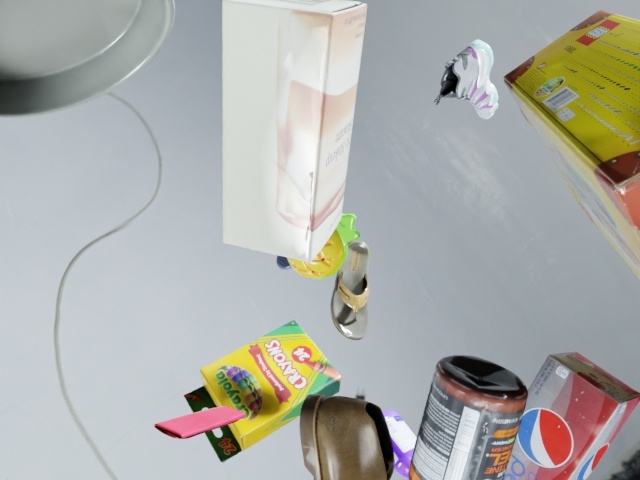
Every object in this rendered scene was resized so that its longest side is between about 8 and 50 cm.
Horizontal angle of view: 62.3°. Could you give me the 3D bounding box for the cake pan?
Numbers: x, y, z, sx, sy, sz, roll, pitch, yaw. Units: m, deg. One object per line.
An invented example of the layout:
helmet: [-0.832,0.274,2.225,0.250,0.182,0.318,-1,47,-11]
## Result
cake pan: [-0.319,-0.249,0.631,0.293,0.293,0.054,-28,87,-36]

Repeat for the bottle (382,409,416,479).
bottle: [0.260,0.643,1.589,0.118,0.092,0.283,4,32,-43]

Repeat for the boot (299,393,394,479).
boot: [0.054,0.374,0.775,0.112,0.115,0.305,-37,119,-69]

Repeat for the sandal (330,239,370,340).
sandal: [0.075,0.102,1.136,0.090,0.060,0.219,12,77,-11]

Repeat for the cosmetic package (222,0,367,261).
cosmetic package: [-0.035,-0.142,0.664,0.129,0.296,0.153,14,32,12]

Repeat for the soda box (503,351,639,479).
soda box: [0.268,0.268,0.641,0.084,0.263,0.092,7,23,-43]

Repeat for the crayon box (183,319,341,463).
crayon box: [-0.137,0.341,1.237,0.319,0.081,0.202,-26,52,-26]

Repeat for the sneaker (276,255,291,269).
sneaker: [-0.037,0.015,1.184,0.144,0.059,0.053,-45,65,-11]

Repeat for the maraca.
maraca: [0.000,0.000,1.011,0.127,0.185,0.099,40,37,4]

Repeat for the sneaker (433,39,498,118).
sneaker: [0.156,-0.163,0.582,0.069,0.098,0.038,-33,43,-5]

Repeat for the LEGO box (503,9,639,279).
LEGO box: [0.491,-0.089,0.759,0.372,0.193,0.500,48,23,-21]

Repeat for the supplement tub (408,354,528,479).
supplement tub: [0.163,0.241,0.613,0.106,0.106,0.197,3,105,-29]

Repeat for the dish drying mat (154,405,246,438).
dish drying mat: [-0.102,0.157,0.457,0.083,0.032,0.008,9,91,-61]
